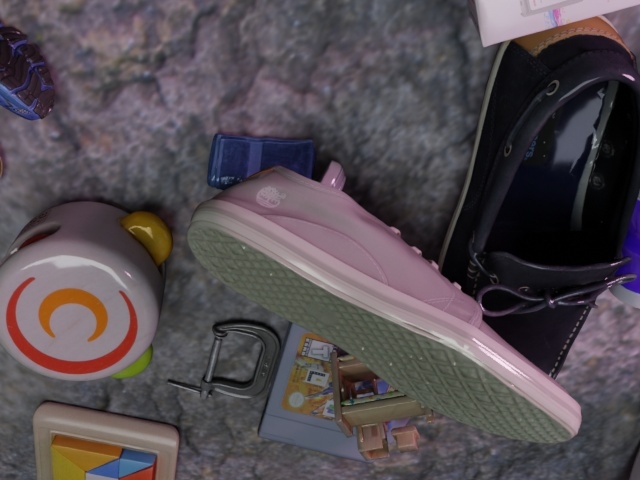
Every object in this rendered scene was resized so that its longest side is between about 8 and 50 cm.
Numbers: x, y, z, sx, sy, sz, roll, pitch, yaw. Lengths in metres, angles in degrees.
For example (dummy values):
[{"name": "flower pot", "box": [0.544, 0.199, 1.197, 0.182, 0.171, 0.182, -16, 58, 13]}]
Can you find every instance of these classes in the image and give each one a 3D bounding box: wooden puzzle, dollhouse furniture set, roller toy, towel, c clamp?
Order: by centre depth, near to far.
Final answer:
[{"name": "towel", "box": [-0.066, -0.085, 0.791, 0.119, 0.067, 0.029, 6, 161, 1]}, {"name": "roller toy", "box": [-0.286, 0.055, 0.845, 0.191, 0.146, 0.209, 11, 116, -12]}, {"name": "dollhouse furniture set", "box": [0.122, 0.195, 0.888, 0.181, 0.101, 0.161, -12, 144, 11]}, {"name": "c clamp", "box": [-0.131, 0.170, 0.972, 0.137, 0.022, 0.161, 20, 121, -7]}, {"name": "wooden puzzle", "box": [-0.340, 0.368, 1.094, 0.220, 0.044, 0.239, 12, 121, -2]}]

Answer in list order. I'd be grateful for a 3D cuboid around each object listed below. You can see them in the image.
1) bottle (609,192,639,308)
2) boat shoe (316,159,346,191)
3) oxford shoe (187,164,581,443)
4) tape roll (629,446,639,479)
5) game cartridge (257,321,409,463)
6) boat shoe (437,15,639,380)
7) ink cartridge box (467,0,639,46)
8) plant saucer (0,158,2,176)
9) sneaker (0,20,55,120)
[{"name": "bottle", "box": [0.382, -0.058, 0.741, 0.092, 0.118, 0.283, 34, 131, 37]}, {"name": "boat shoe", "box": [0.000, 0.000, 0.816, 0.063, 0.066, 0.184, 20, 97, -5]}, {"name": "oxford shoe", "box": [0.080, 0.062, 0.721, 0.449, 0.130, 0.169, 32, 148, 0]}, {"name": "tape roll", "box": [0.487, 0.354, 0.818, 0.072, 0.392, 0.392, 14, 121, -4]}, {"name": "game cartridge", "box": [0.039, 0.180, 0.948, 0.198, 0.062, 0.297, 16, 121, 0]}, {"name": "boat shoe", "box": [0.237, 0.013, 0.765, 0.186, 0.156, 0.500, -1, 121, -6]}, {"name": "ink cartridge box", "box": [0.196, -0.240, 0.648, 0.198, 0.115, 0.067, -12, 119, 12]}, {"name": "plant saucer", "box": [-0.420, -0.100, 0.839, 0.083, 0.015, 0.083, 2, 120, 4]}, {"name": "sneaker", "box": [-0.387, -0.201, 0.750, 0.221, 0.083, 0.087, 36, 130, -10]}]
